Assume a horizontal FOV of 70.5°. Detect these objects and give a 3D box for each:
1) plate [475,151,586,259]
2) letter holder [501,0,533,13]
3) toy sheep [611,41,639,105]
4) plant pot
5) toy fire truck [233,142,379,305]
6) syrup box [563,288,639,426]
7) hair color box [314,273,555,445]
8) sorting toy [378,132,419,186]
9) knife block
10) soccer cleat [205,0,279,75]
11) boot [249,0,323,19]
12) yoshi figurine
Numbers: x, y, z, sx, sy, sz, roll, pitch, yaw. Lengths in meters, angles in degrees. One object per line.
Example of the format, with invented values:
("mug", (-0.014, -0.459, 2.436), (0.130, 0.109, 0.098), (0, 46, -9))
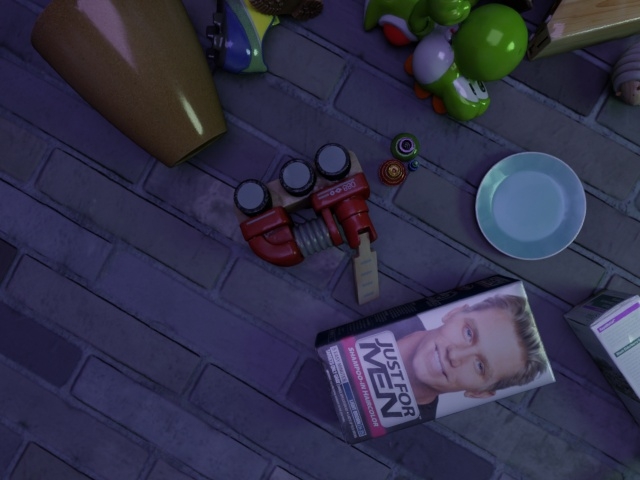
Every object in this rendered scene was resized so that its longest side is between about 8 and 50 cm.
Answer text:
("plate", (0.362, -0.060, 0.791), (0.188, 0.024, 0.188), (0, 90, 4))
("letter holder", (0.265, -0.502, 0.653), (0.302, 0.214, 0.152), (42, 113, -9))
("toy sheep", (0.536, -0.283, 0.753), (0.091, 0.091, 0.132), (23, 78, 2))
("plant pot", (-0.271, -0.257, 0.735), (0.237, 0.237, 0.254), (-33, 102, 2))
("toy fire truck", (0.000, 0.000, 0.762), (0.217, 0.158, 0.246), (-24, 79, 2))
("syrup box", (0.525, 0.203, 0.749), (0.096, 0.093, 0.237), (-33, 88, 3))
("hair color box", (0.180, 0.193, 0.760), (0.347, 0.105, 0.174), (-19, 90, 2))
("sorting toy", (0.144, -0.141, 0.791), (0.061, 0.042, 0.102), (25, 91, 2))
("knife block", (0.520, -0.382, 0.749), (0.242, 0.088, 0.276), (32, 91, 3))
("soccer cleat", (-0.128, -0.430, 0.795), (0.121, 0.093, 0.289), (7, 86, -28))
("boot", (-0.071, -0.428, 0.761), (0.059, 0.158, 0.085), (-28, 82, 43))
("yoshi figurine", (0.200, -0.378, 0.717), (0.203, 0.203, 0.362), (-30, 92, -4))
